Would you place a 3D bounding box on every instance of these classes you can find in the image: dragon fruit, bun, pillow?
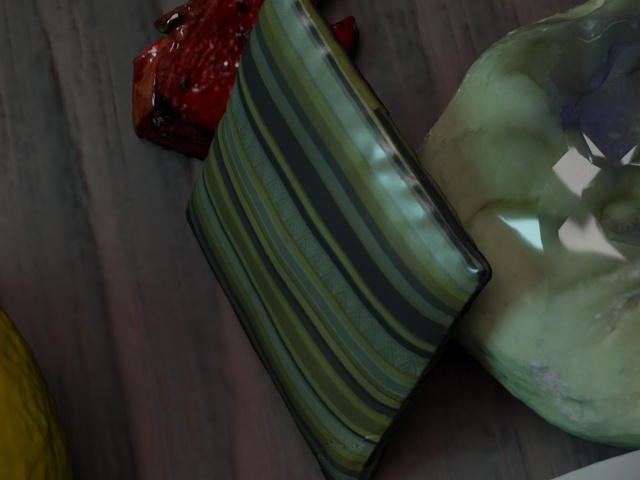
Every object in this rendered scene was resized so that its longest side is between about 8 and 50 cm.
[{"bbox_3d":[-0.031,-0.133,1.041,0.122,0.092,0.192,32,77,23],"label":"dragon fruit"},{"bbox_3d":[0.176,-0.021,0.907,0.273,0.168,0.273,-2,65,4],"label":"bun"},{"bbox_3d":[0.000,0.000,0.927,0.052,0.212,0.208,-14,59,-28],"label":"pillow"}]

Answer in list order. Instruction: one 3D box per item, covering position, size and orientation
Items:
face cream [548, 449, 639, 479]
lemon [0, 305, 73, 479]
[{"bbox_3d":[0.132,0.217,0.781,0.218,0.218,0.179,-25,65,2],"label":"face cream"},{"bbox_3d":[-0.257,0.128,0.885,0.293,0.293,0.293,-5,66,11],"label":"lemon"}]
